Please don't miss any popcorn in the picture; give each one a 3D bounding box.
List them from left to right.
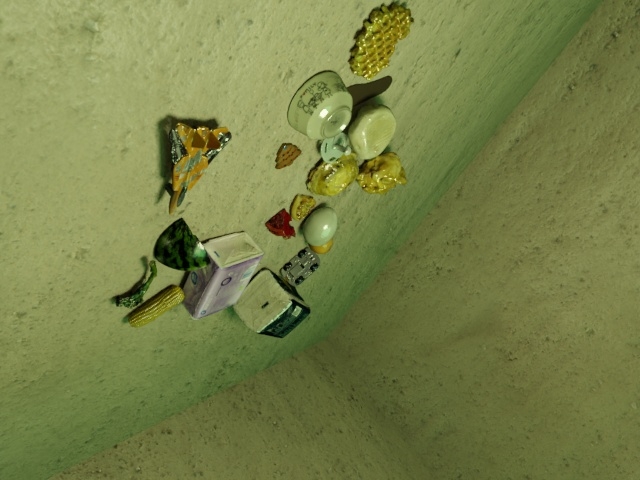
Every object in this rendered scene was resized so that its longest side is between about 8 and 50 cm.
[{"bbox_3d":[0.291,-0.321,2.187,0.253,0.191,0.190,-27,124,-39],"label":"popcorn"}]

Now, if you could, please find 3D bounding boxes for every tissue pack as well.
[{"bbox_3d":[-0.411,0.145,1.894,0.242,0.160,0.338,-17,148,-49],"label":"tissue pack"},{"bbox_3d":[-0.242,0.344,2.426,0.264,0.253,0.416,-43,159,0],"label":"tissue pack"}]

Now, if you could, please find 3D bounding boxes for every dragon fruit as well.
[{"bbox_3d":[-0.172,-0.065,2.063,0.092,0.123,0.192,-6,170,17],"label":"dragon fruit"}]

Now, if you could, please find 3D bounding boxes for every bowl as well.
[{"bbox_3d":[0.019,-0.435,1.573,0.237,0.126,0.238,-35,158,-16],"label":"bowl"}]

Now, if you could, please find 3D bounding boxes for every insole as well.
[{"bbox_3d":[0.155,-0.554,1.745,0.327,0.007,0.111,-29,156,-30],"label":"insole"}]

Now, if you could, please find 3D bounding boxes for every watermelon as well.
[{"bbox_3d":[-0.471,0.037,1.615,0.193,0.145,0.137,-51,162,22],"label":"watermelon"}]

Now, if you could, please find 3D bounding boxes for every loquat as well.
[{"bbox_3d":[0.000,0.000,2.351,0.141,0.141,0.141,-35,157,-17],"label":"loquat"}]

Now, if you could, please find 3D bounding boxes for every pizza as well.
[{"bbox_3d":[-0.075,-0.153,2.056,0.134,0.046,0.175,-36,157,-15],"label":"pizza"}]

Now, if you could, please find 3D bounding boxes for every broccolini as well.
[{"bbox_3d":[-0.653,0.158,1.640,0.271,0.062,0.123,-51,172,36],"label":"broccolini"}]

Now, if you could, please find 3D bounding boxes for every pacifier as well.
[{"bbox_3d":[0.068,-0.356,1.814,0.150,0.116,0.127,-14,125,-48],"label":"pacifier"}]

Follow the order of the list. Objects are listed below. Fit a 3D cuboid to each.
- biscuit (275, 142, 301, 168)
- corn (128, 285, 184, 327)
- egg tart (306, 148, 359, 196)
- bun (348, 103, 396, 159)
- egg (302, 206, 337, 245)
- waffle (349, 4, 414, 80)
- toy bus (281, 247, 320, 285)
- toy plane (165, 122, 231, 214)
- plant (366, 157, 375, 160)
[{"bbox_3d":[-0.124,-0.314,1.705,0.119,0.019,0.130,-40,158,-6],"label":"biscuit"},{"bbox_3d":[-0.646,0.261,1.829,0.231,0.080,0.080,-35,157,-13],"label":"corn"},{"bbox_3d":[0.069,-0.280,1.997,0.279,0.095,0.279,-34,158,-16],"label":"egg tart"},{"bbox_3d":[0.191,-0.440,1.827,0.231,0.133,0.231,-31,139,-32],"label":"bun"},{"bbox_3d":[0.002,-0.067,2.205,0.151,0.151,0.209,-8,138,-55],"label":"egg"},{"bbox_3d":[0.203,-0.660,1.559,0.249,0.056,0.253,-27,152,-32],"label":"waffle"},{"bbox_3d":[-0.096,0.147,2.486,0.209,0.126,0.136,-42,167,-2],"label":"toy bus"},{"bbox_3d":[-0.396,-0.206,1.355,0.204,0.103,0.316,-11,150,-50],"label":"toy plane"},{"bbox_3d":[0.211,-0.394,2.052,0.085,0.087,0.174,-11,171,20],"label":"plant"}]
